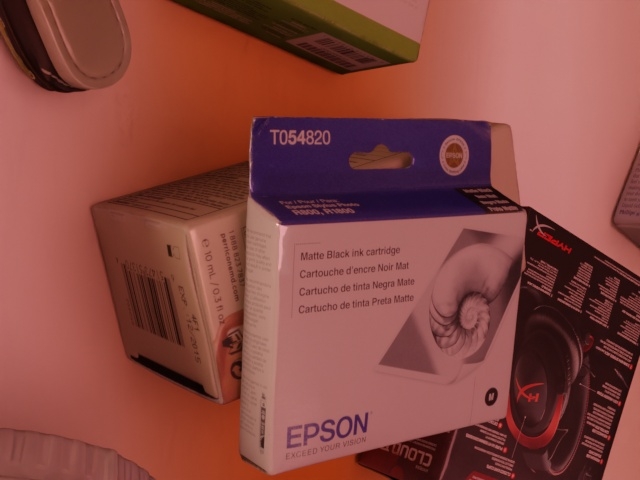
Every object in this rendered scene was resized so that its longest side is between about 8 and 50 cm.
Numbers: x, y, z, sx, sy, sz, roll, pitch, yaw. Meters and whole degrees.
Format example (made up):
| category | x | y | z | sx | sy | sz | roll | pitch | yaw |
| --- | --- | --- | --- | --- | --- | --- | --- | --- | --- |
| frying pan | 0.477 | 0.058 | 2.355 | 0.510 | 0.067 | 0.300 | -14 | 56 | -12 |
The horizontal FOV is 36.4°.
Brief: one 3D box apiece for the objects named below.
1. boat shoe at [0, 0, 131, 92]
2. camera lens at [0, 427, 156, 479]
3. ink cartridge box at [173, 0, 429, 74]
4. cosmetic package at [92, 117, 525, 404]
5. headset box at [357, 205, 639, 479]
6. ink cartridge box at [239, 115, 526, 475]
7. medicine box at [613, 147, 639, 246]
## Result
| category | x | y | z | sx | sy | sz | roll | pitch | yaw |
| --- | --- | --- | --- | --- | --- | --- | --- | --- | --- |
| boat shoe | -0.193 | -0.206 | 0.631 | 0.081 | 0.069 | 0.227 | -28 | 111 | -44 |
| camera lens | -0.191 | 0.269 | 0.527 | 0.219 | 0.219 | 0.274 | 29 | 43 | -35 |
| ink cartridge box | 0.005 | -0.283 | 0.756 | 0.189 | 0.097 | 0.255 | 18 | 81 | -36 |
| cosmetic package | 0.000 | 0.000 | 0.746 | 0.296 | 0.153 | 0.129 | -20 | 108 | -32 |
| headset box | 0.178 | 0.139 | 0.914 | 0.218 | 0.110 | 0.293 | 26 | 79 | -35 |
| ink cartridge box | 0.049 | 0.029 | 0.663 | 0.223 | 0.045 | 0.223 | -5 | 101 | -37 |
| medicine box | 0.507 | -0.082 | 1.111 | 0.263 | 0.149 | 0.289 | 33 | 75 | -34 |
